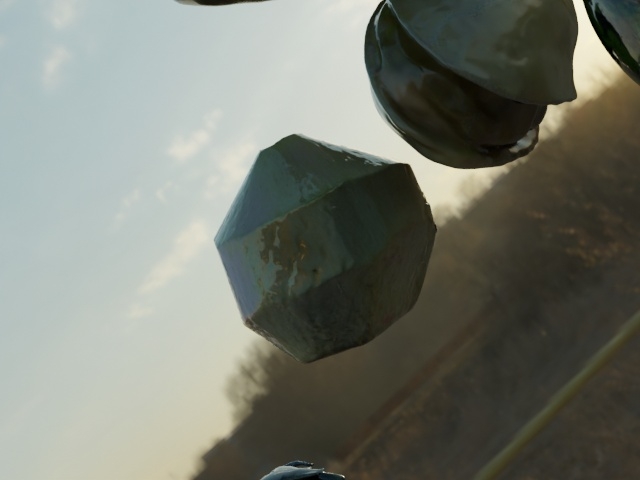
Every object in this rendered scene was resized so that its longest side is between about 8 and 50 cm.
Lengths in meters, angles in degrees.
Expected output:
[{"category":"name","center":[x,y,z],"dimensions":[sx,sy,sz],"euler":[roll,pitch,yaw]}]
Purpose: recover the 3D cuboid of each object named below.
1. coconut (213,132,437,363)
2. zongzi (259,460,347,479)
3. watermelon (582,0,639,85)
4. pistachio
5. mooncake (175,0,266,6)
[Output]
[{"category":"coconut","center":[0.000,0.000,1.391],"dimensions":[0.259,0.259,0.259],"euler":[-41,-7,-6]},{"category":"zongzi","center":[0.126,0.361,1.492],"dimensions":[0.432,0.403,0.207],"euler":[-33,-52,-7]},{"category":"watermelon","center":[0.318,-0.219,0.851],"dimensions":[0.285,0.285,0.285],"euler":[-41,-7,-6]},{"category":"pistachio","center":[0.165,-0.199,1.347],"dimensions":[0.229,0.238,0.321],"euler":[-59,1,31]},{"category":"mooncake","center":[-0.003,-0.457,1.489],"dimensions":[0.467,0.262,0.467],"euler":[-14,21,6]}]
